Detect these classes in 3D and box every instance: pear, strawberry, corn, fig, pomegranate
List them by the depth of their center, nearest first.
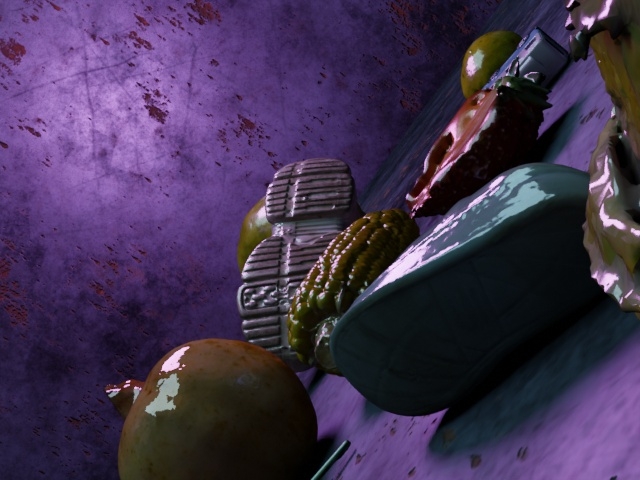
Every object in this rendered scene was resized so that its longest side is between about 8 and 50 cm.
[{"bbox_3d":[-0.107,0.200,0.909,0.207,0.207,0.207,-53,3,4],"label":"pomegranate"},{"bbox_3d":[0.177,-0.097,0.934,0.140,0.085,0.192,-33,24,58],"label":"strawberry"},{"bbox_3d":[0.049,0.048,0.956,0.119,0.119,0.322,-52,-1,29],"label":"corn"},{"bbox_3d":[0.252,-0.245,1.262,0.131,0.107,0.107,-64,8,-30],"label":"pear"},{"bbox_3d":[-0.021,-0.014,1.635,0.233,0.233,0.314,-51,7,37],"label":"fig"}]

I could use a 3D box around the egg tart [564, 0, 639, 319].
[{"bbox_3d":[0.199,-0.116,0.308,0.352,0.150,0.352,-55,6,9],"label":"egg tart"}]

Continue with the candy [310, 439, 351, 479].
[{"bbox_3d":[-0.037,0.244,0.766,0.185,0.049,0.055,-48,-42,-9],"label":"candy"}]

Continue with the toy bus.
[{"bbox_3d":[0.260,-0.207,1.140,0.123,0.060,0.075,-50,8,22],"label":"toy bus"}]

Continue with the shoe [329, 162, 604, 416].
[{"bbox_3d":[0.102,0.026,0.575,0.251,0.103,0.100,-43,10,43],"label":"shoe"}]

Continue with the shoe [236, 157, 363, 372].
[{"bbox_3d":[0.000,0.058,1.334,0.198,0.172,0.351,69,-152,-51],"label":"shoe"}]
